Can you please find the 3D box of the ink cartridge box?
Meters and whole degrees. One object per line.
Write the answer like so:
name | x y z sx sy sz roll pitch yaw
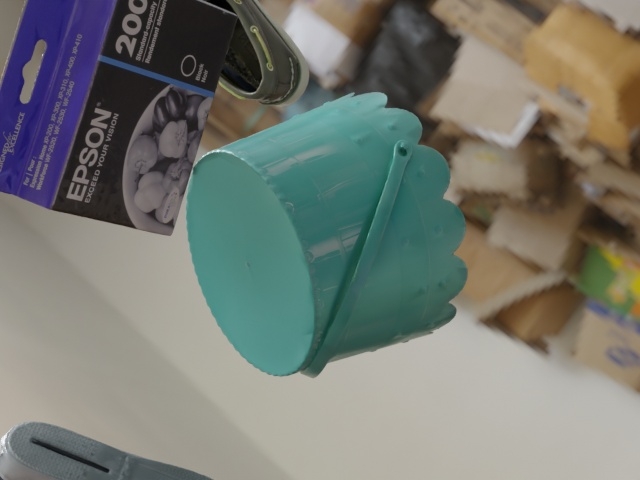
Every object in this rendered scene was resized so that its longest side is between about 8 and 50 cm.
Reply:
ink cartridge box | -0.173 -0.119 1.378 0.045 0.206 0.208 20 -175 38

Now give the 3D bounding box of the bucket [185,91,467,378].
bucket | 0.000 0.000 1.699 0.183 0.281 0.281 -20 -137 -30

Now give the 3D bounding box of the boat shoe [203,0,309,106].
boat shoe | -0.140 -0.288 2.104 0.305 0.109 0.091 48 -156 17

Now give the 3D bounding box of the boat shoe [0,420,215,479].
boat shoe | -0.177 0.271 1.611 0.302 0.094 0.109 25 -146 2
